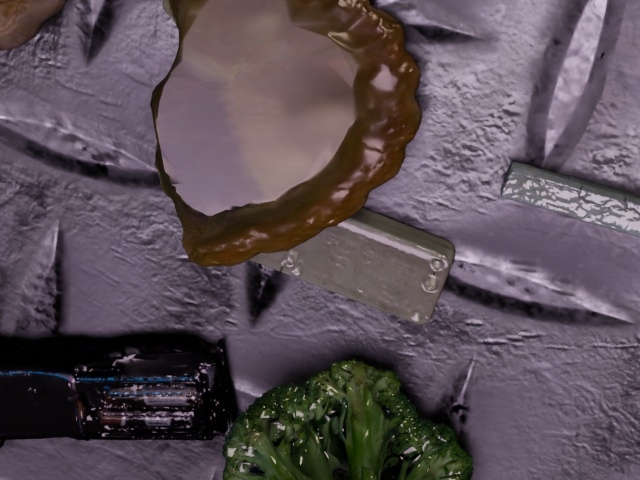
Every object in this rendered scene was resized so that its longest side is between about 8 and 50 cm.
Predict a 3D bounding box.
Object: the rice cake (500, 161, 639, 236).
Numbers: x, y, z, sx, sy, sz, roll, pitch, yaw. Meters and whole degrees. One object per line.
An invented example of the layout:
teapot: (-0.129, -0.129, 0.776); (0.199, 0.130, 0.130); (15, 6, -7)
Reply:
rice cake: (0.308, -0.032, 1.350); (0.245, 0.045, 0.042); (15, 110, 6)

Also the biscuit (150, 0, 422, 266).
biscuit: (-0.074, -0.153, 1.347); (0.329, 0.078, 0.335); (-40, 91, 8)

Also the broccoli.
broccoli: (0.029, 0.271, 1.431); (0.294, 0.245, 0.265); (24, 96, -23)

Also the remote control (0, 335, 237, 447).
remote control: (-0.302, 0.185, 1.558); (0.399, 0.062, 0.144); (-3, 111, 13)

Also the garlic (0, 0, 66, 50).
garlic: (-0.374, -0.307, 1.342); (0.218, 0.218, 0.212); (-46, 58, 23)

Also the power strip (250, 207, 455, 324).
power strip: (0.000, 0.000, 1.425); (0.288, 0.053, 0.093); (22, 115, 4)
